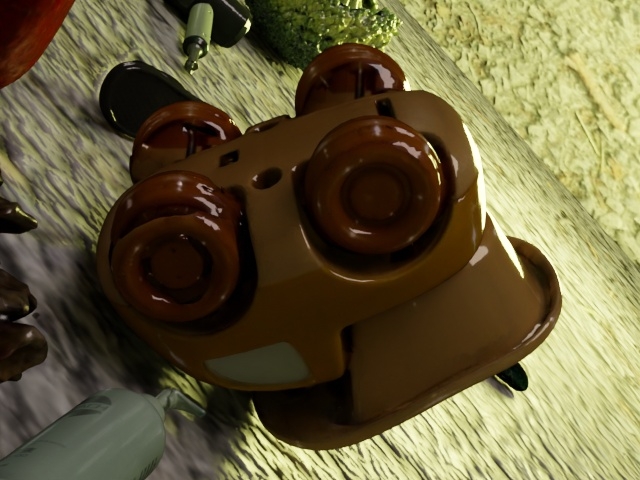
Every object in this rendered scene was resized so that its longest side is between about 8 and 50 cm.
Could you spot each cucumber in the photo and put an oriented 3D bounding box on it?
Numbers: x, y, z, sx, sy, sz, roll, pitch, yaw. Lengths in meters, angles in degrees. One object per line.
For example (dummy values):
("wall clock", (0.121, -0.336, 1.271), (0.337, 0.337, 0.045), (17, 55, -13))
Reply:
("cucumber", (0.195, 0.132, 1.246), (0.133, 0.032, 0.032), (40, 20, -25))

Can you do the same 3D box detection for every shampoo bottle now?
("shampoo bottle", (-0.117, 0.112, 0.571), (0.056, 0.056, 0.195), (48, 18, 1))

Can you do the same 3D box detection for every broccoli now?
("broccoli", (-0.002, -0.314, 1.483), (0.226, 0.176, 0.198), (60, -4, -38))

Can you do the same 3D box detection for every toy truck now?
("toy truck", (0.000, 0.000, 0.749), (0.204, 0.288, 0.211), (-98, 167, -63))

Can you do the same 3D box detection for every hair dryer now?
("hair dryer", (-0.133, -0.233, 1.241), (0.100, 0.057, 0.197), (39, 29, -24))

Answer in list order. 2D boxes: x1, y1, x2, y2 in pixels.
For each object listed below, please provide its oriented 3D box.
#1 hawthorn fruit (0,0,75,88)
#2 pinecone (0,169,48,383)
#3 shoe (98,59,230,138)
("hawthorn fruit", (-0.228, -0.193, 0.691), (0.185, 0.202, 0.185), (36, 40, -38))
("pinecone", (-0.200, -0.004, 0.418), (0.204, 0.179, 0.184), (44, 40, -6))
("shoe", (-0.141, -0.118, 0.969), (0.159, 0.062, 0.053), (22, 19, -51))
